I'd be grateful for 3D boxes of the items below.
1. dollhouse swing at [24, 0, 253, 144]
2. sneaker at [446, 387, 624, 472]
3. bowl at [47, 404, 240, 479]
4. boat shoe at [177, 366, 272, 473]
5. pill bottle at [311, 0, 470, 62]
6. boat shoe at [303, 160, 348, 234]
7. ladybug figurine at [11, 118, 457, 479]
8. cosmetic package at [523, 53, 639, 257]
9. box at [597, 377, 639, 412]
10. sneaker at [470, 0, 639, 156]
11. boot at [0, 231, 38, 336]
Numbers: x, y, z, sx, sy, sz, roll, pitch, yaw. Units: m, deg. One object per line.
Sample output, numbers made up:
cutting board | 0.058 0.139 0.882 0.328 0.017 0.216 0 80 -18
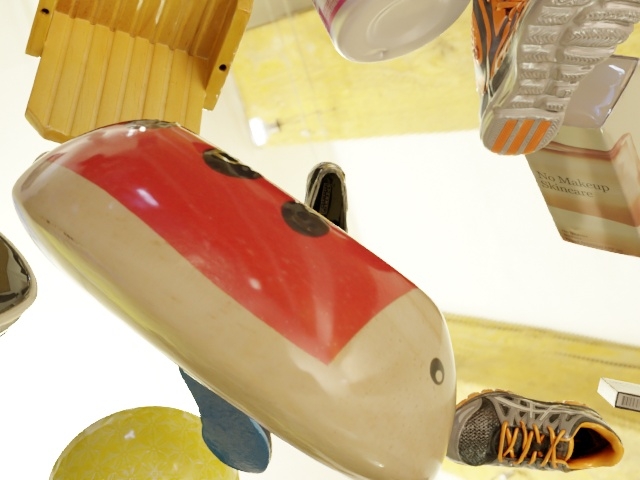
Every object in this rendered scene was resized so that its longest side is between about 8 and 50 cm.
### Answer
dollhouse swing | -0.309 -0.343 1.871 0.305 0.346 0.315 -97 -152 -54
sneaker | 0.225 0.207 1.168 0.083 0.214 0.084 -150 -117 -65
bowl | -0.244 0.397 1.572 0.156 0.289 0.289 -130 -154 -68
boat shoe | -0.098 0.190 1.359 0.109 0.089 0.258 6 -44 13
pill bottle | 0.033 -0.344 1.168 0.283 0.160 0.160 65 -24 20
boat shoe | 0.000 0.000 1.560 0.070 0.077 0.219 -111 -156 -76
ladybug figurine | -0.065 0.035 0.938 0.449 0.162 0.305 34 -3 12
cosmetic package | 0.387 -0.117 1.545 0.153 0.129 0.296 15 -27 39
box | 0.492 0.241 1.677 0.162 0.116 0.029 7 94 -85
sneaker | 0.234 -0.252 1.194 0.321 0.124 0.180 120 -32 -51
boot | -0.238 0.081 0.449 0.176 0.244 0.088 -43 -95 18
